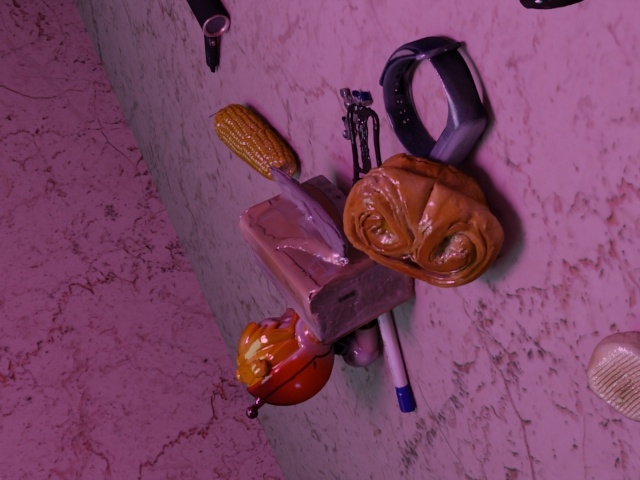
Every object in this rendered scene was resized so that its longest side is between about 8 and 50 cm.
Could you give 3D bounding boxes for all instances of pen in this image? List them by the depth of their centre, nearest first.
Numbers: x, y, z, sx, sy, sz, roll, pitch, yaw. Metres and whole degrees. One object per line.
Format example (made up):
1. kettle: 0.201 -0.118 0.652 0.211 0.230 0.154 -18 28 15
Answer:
1. pen: 0.150 0.229 1.662 0.033 0.033 0.269 16 123 65

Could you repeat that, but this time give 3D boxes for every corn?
1. corn: -0.156 -0.232 1.896 0.305 0.106 0.106 44 147 45

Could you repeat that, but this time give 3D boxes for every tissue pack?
1. tissue pack: 0.000 0.000 1.536 0.305 0.239 0.238 47 149 46

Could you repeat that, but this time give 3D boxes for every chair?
1. chair: 0.113 -0.113 1.344 0.106 0.113 0.229 31 126 58

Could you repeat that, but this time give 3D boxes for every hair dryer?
1. hair dryer: -0.282 -0.513 2.013 0.128 0.070 0.255 62 162 21

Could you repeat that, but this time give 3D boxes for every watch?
1. watch: 0.161 -0.208 1.197 0.193 0.068 0.206 61 159 20

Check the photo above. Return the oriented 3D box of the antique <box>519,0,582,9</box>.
1. antique: 0.180 -0.397 0.834 0.322 0.185 0.255 37 149 54

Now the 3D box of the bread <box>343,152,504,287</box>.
1. bread: 0.152 -0.024 1.210 0.236 0.120 0.198 23 147 4

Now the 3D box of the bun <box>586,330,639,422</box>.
1. bun: 0.384 0.161 0.980 0.115 0.069 0.115 23 126 36

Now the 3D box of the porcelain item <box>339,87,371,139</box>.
1. porcelain item: 0.054 -0.247 1.480 0.075 0.021 0.136 63 158 17

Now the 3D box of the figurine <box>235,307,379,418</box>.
1. figurine: -0.039 0.237 1.724 0.196 0.323 0.320 67 160 9
